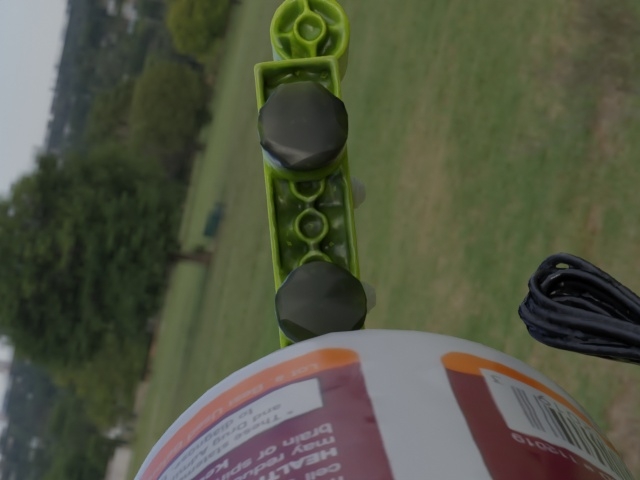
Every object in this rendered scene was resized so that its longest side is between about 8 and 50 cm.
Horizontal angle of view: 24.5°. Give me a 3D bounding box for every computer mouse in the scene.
[{"bbox_3d":[0.224,-0.006,0.593,0.184,0.262,0.060,30,136,51],"label":"computer mouse"}]

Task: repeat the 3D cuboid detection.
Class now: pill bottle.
[{"bbox_3d":[0.038,0.194,0.429,0.392,0.224,0.224,-103,26,-72],"label":"pill bottle"}]

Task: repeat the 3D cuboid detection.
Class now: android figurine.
[{"bbox_3d":[0.000,0.000,0.795,0.273,0.056,0.248,75,-171,-83],"label":"android figurine"}]
